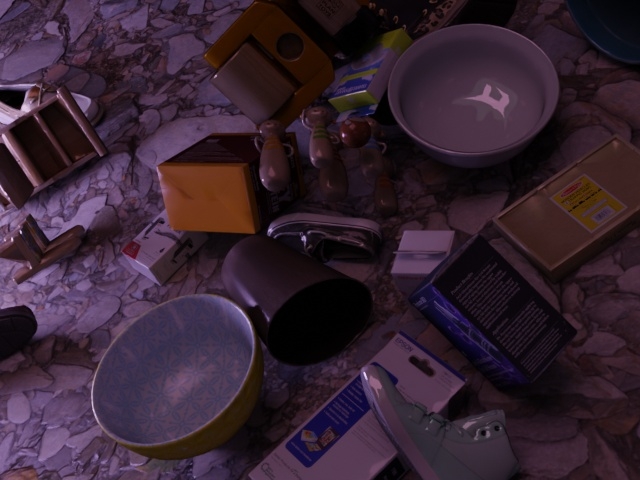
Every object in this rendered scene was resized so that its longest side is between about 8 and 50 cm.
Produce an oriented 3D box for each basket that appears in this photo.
[{"bbox_3d":[-0.058,0.089,1.888,0.204,0.154,0.227,-16,31,-28],"label":"basket"}]

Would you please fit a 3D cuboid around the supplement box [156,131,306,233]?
[{"bbox_3d":[-0.162,-0.112,2.088,0.191,0.129,0.194,3,25,29],"label":"supplement box"}]

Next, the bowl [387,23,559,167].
[{"bbox_3d":[0.272,-0.234,2.003,0.298,0.134,0.297,-3,57,5],"label":"bowl"}]

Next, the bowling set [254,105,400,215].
[{"bbox_3d":[0.046,-0.174,1.966,0.200,0.287,0.154,127,148,-45],"label":"bowling set"}]

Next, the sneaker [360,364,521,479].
[{"bbox_3d":[0.174,0.255,1.589,0.151,0.094,0.256,-35,86,-8],"label":"sneaker"}]

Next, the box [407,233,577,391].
[{"bbox_3d":[0.248,0.109,1.641,0.207,0.153,0.108,44,75,4],"label":"box"}]

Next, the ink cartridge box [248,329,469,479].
[{"bbox_3d":[0.065,0.298,1.692,0.333,0.065,0.165,-42,45,-12],"label":"ink cartridge box"}]

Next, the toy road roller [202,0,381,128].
[{"bbox_3d":[-0.051,-0.386,2.129,0.329,0.202,0.240,-45,12,8],"label":"toy road roller"}]

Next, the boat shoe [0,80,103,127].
[{"bbox_3d":[-0.643,-0.306,2.583,0.302,0.103,0.113,1,51,28],"label":"boat shoe"}]

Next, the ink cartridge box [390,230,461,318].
[{"bbox_3d":[0.181,0.050,1.804,0.092,0.143,0.089,0,50,27],"label":"ink cartridge box"}]

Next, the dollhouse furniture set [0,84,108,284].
[{"bbox_3d":[-0.588,-0.164,2.258,0.256,0.362,0.394,-33,14,-2],"label":"dollhouse furniture set"}]

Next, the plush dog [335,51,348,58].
[{"bbox_3d":[-0.076,-0.403,2.347,0.225,0.210,0.262,-14,36,54],"label":"plush dog"}]

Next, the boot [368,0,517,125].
[{"bbox_3d":[0.178,-0.398,2.211,0.377,0.138,0.284,-48,33,-4],"label":"boot"}]

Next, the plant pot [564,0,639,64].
[{"bbox_3d":[0.619,-0.494,2.020,0.255,0.271,0.272,-32,41,-26],"label":"plant pot"}]

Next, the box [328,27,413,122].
[{"bbox_3d":[0.087,-0.300,2.036,0.109,0.042,0.178,-7,47,50],"label":"box"}]

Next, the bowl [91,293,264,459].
[{"bbox_3d":[-0.205,0.245,1.810,0.290,0.156,0.289,-15,45,15],"label":"bowl"}]

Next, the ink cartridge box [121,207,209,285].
[{"bbox_3d":[-0.298,0.007,2.150,0.099,0.056,0.135,27,66,41],"label":"ink cartridge box"}]

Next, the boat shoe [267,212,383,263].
[{"bbox_3d":[0.000,0.000,1.991,0.219,0.077,0.070,0,49,25],"label":"boat shoe"}]

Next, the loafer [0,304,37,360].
[{"bbox_3d":[-0.684,0.193,2.144,0.303,0.109,0.095,-29,39,4],"label":"loafer"}]

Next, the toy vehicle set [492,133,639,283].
[{"bbox_3d":[0.439,-0.057,1.849,0.267,0.035,0.166,-34,43,-5],"label":"toy vehicle set"}]
